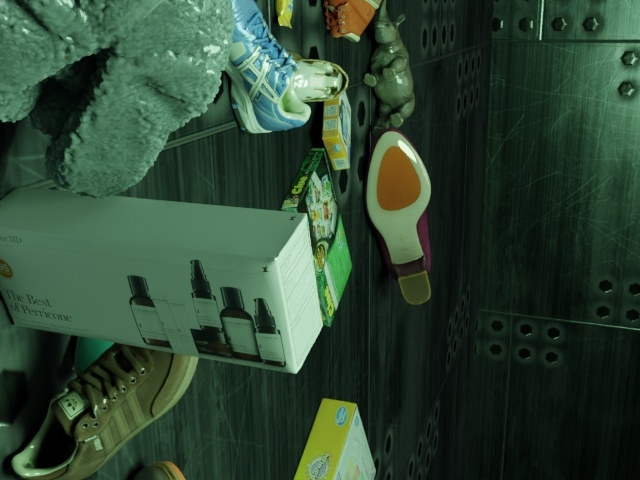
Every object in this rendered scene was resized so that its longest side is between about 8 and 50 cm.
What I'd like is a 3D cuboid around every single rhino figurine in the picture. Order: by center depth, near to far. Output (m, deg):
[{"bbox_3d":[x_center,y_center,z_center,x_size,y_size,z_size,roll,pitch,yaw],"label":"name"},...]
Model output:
[{"bbox_3d":[0.123,-0.311,1.376,0.106,0.073,0.243,-56,145,-45],"label":"rhino figurine"}]

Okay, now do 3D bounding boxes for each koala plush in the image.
[{"bbox_3d":[-0.162,-0.181,0.501,0.196,0.203,0.221,25,42,-46],"label":"koala plush"}]

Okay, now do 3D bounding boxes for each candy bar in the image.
[{"bbox_3d":[-0.046,-0.355,0.983,0.040,0.018,0.161,-31,125,-66],"label":"candy bar"}]

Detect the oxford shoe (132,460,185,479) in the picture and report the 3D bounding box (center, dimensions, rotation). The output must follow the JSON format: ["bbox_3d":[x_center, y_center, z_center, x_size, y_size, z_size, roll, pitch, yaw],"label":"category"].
[{"bbox_3d":[-0.165,0.325,0.692,0.098,0.097,0.271,22,42,-34],"label":"oxford shoe"}]

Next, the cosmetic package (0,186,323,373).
[{"bbox_3d":[-0.124,0.025,0.550,0.060,0.239,0.098,-56,146,-52],"label":"cosmetic package"}]

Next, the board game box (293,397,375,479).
[{"bbox_3d":[0.007,0.462,1.278,0.242,0.064,0.316,75,29,-44],"label":"board game box"}]

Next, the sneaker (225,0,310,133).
[{"bbox_3d":[-0.068,-0.210,0.869,0.211,0.081,0.080,69,34,-48],"label":"sneaker"}]

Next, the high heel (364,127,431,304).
[{"bbox_3d":[0.149,-0.067,1.515,0.181,0.127,0.377,-96,178,-60],"label":"high heel"}]

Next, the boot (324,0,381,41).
[{"bbox_3d":[0.029,-0.344,1.137,0.158,0.059,0.084,8,112,-57],"label":"boot"}]

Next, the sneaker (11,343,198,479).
[{"bbox_3d":[-0.167,0.126,0.606,0.188,0.066,0.071,-51,157,13],"label":"sneaker"}]

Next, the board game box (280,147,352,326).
[{"bbox_3d":[0.000,0.000,1.189,0.259,0.030,0.136,76,26,-43],"label":"board game box"}]

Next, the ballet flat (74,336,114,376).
[{"bbox_3d":[-0.173,0.053,0.696,0.052,0.057,0.168,78,24,-69],"label":"ballet flat"}]

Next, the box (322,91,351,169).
[{"bbox_3d":[0.026,-0.186,1.178,0.081,0.028,0.136,65,26,-56],"label":"box"}]

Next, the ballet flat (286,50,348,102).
[{"bbox_3d":[-0.015,-0.217,1.032,0.206,0.067,0.073,-35,129,-64],"label":"ballet flat"}]
